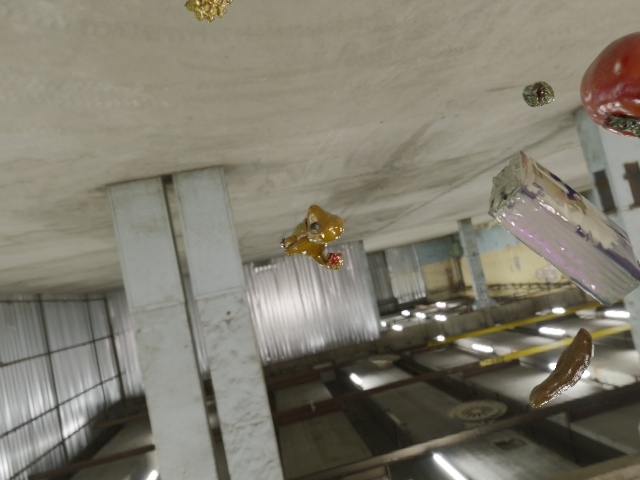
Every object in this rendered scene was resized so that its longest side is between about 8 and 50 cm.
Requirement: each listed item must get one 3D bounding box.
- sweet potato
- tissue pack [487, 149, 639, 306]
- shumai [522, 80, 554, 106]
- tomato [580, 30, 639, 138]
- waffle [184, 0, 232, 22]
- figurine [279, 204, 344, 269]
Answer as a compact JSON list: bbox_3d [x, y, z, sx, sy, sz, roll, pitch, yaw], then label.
[{"bbox_3d":[0.465,0.253,0.913,0.182,0.053,0.054,-48,154,-7],"label":"sweet potato"},{"bbox_3d":[0.554,-0.039,1.105,0.125,0.343,0.242,-50,-178,36],"label":"tissue pack"},{"bbox_3d":[0.588,-0.405,1.290,0.082,0.083,0.080,-48,157,-4],"label":"shumai"},{"bbox_3d":[0.961,-0.457,1.427,0.325,0.290,0.293,20,171,12],"label":"tomato"},{"bbox_3d":[-0.264,-0.640,1.186,0.192,0.046,0.161,-48,152,-18],"label":"waffle"},{"bbox_3d":[0.003,0.002,0.903,0.121,0.122,0.176,-39,179,-22],"label":"figurine"}]
